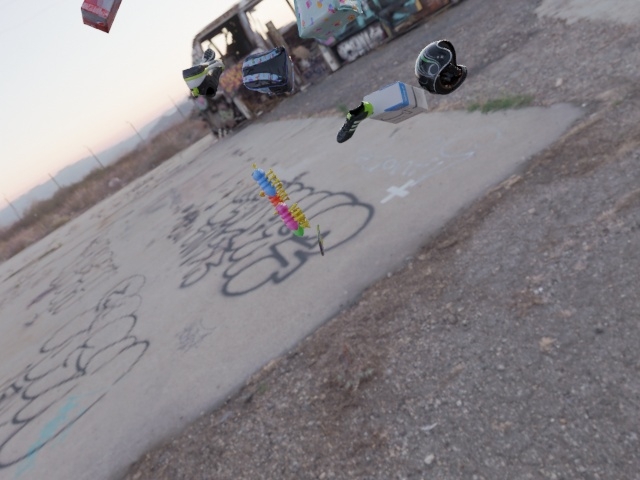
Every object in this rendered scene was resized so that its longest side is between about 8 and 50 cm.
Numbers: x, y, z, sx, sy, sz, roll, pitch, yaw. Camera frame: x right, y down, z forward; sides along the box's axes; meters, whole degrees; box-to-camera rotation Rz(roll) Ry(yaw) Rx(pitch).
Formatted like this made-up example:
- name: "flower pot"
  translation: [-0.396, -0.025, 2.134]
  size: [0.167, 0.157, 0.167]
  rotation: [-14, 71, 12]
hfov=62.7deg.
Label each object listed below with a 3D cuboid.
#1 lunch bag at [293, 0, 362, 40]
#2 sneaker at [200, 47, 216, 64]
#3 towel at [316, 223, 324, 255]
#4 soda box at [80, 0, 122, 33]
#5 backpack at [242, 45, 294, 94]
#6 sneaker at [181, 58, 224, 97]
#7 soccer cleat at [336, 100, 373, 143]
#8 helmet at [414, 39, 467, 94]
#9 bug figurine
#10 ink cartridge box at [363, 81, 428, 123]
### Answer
- name: "lunch bag"
  translation: [0.010, -0.862, 1.806]
  size: [0.160, 0.262, 0.223]
  rotation: [-11, -1, -36]
- name: "sneaker"
  translation: [-0.376, -0.581, 1.717]
  size: [0.044, 0.040, 0.109]
  rotation: [-18, 50, 55]
- name: "towel"
  translation: [0.000, 0.000, 1.478]
  size: [0.009, 0.083, 0.060]
  rotation: [-8, 54, 4]
- name: "soda box"
  translation: [-0.667, -0.797, 1.656]
  size: [0.092, 0.084, 0.263]
  rotation: [152, 135, -69]
- name: "backpack"
  translation: [-0.193, -0.611, 1.929]
  size: [0.173, 0.158, 0.117]
  rotation: [-7, -8, 13]
- name: "sneaker"
  translation: [-0.338, -0.466, 1.538]
  size: [0.084, 0.097, 0.234]
  rotation: [-12, 21, 17]
- name: "soccer cleat"
  translation: [0.107, -0.412, 1.822]
  size: [0.179, 0.060, 0.072]
  rotation: [-45, -31, 25]
- name: "helmet"
  translation: [0.407, -0.597, 1.810]
  size: [0.169, 0.169, 0.161]
  rotation: [-33, 51, 4]
- name: "bug figurine"
  translation: [-0.117, -0.109, 1.524]
  size: [0.072, 0.216, 0.279]
  rotation: [-37, -8, -2]
- name: "ink cartridge box"
  translation: [0.276, -0.495, 1.903]
  size: [0.148, 0.085, 0.203]
  rotation: [-17, -6, 37]
